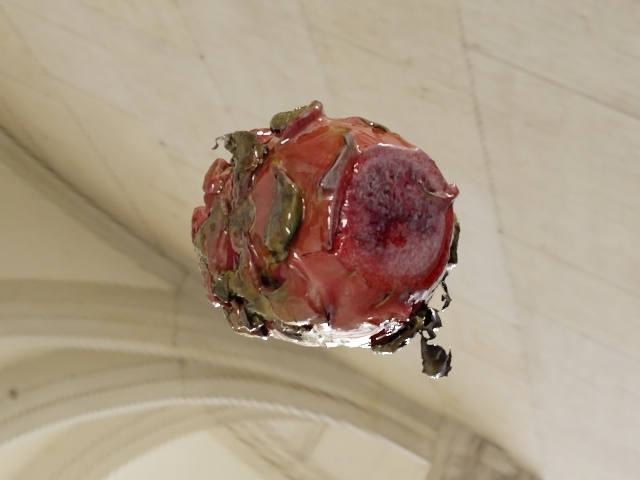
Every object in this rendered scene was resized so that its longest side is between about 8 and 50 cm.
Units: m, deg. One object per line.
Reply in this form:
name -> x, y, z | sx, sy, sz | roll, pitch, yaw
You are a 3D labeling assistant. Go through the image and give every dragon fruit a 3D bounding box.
dragon fruit -> 0.000, 0.000, 1.515 | 0.269, 0.291, 0.250 | 20, -112, -28
